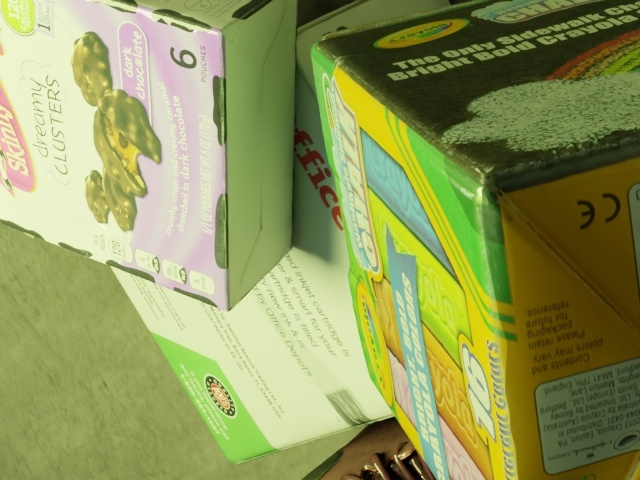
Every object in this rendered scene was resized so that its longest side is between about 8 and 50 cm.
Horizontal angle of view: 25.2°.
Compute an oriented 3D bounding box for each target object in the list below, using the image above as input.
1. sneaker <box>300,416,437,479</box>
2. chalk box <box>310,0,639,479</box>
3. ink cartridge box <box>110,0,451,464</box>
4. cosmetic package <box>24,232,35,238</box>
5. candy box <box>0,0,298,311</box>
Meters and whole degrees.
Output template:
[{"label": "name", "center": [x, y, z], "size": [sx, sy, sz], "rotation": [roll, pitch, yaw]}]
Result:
[{"label": "sneaker", "center": [0.079, 0.149, 0.846], "size": [0.106, 0.162, 0.281], "rotation": [59, 146, -2]}, {"label": "chalk box", "center": [0.110, -0.005, 0.605], "size": [0.289, 0.180, 0.179], "rotation": [-124, 22, -67]}, {"label": "ink cartridge box", "center": [0.000, 0.000, 0.864], "size": [0.289, 0.122, 0.211], "rotation": [-27, 94, 55]}, {"label": "cosmetic package", "center": [-0.258, -0.191, 0.909], "size": [0.365, 0.155, 0.197], "rotation": [40, 147, -12]}, {"label": "candy box", "center": [-0.113, -0.073, 0.745], "size": [0.196, 0.070, 0.164], "rotation": [20, 130, 23]}]
